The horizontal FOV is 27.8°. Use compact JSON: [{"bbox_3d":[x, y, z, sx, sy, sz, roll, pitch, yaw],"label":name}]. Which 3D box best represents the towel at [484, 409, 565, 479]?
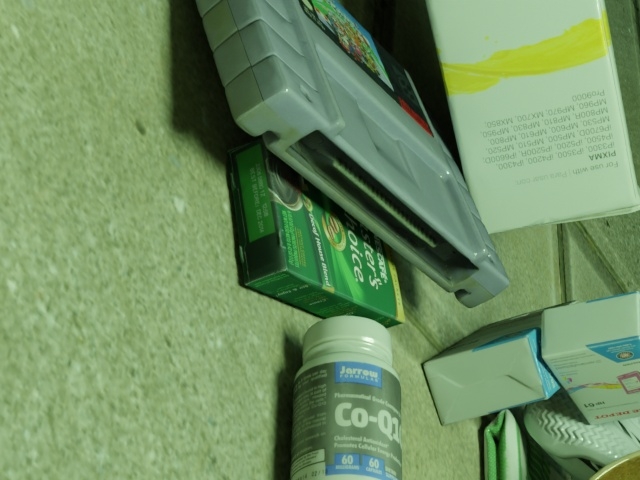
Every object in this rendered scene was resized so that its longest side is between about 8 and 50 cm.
[{"bbox_3d":[0.242,0.333,1.243,0.325,0.038,0.247,45,35,-41],"label":"towel"}]

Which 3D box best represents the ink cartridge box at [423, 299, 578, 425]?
[{"bbox_3d":[0.180,0.109,1.197,0.181,0.104,0.061,-18,90,-63],"label":"ink cartridge box"}]

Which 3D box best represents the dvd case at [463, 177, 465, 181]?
[{"bbox_3d":[0.152,-0.010,1.328,0.087,0.013,0.119,20,56,-57],"label":"dvd case"}]

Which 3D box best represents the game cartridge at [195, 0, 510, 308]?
[{"bbox_3d":[0.026,-0.106,1.050,0.355,0.068,0.230,36,31,-49],"label":"game cartridge"}]

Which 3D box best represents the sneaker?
[{"bbox_3d":[0.322,0.291,1.251,0.366,0.210,0.137,30,32,-4],"label":"sneaker"}]

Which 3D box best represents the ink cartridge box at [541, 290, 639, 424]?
[{"bbox_3d":[0.255,0.105,1.126,0.122,0.089,0.052,49,37,-42],"label":"ink cartridge box"}]

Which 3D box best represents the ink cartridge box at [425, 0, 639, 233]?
[{"bbox_3d":[0.193,-0.228,1.261,0.279,0.161,0.384,-64,141,-71],"label":"ink cartridge box"}]

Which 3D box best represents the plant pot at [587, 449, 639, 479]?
[{"bbox_3d":[0.316,0.339,1.095,0.254,0.237,0.237,79,13,-46],"label":"plant pot"}]

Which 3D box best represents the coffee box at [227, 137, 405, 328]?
[{"bbox_3d":[0.000,0.000,1.002,0.184,0.040,0.113,28,47,-54],"label":"coffee box"}]

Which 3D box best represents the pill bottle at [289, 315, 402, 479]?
[{"bbox_3d":[0.019,0.127,0.911,0.078,0.078,0.137,43,37,-43],"label":"pill bottle"}]
